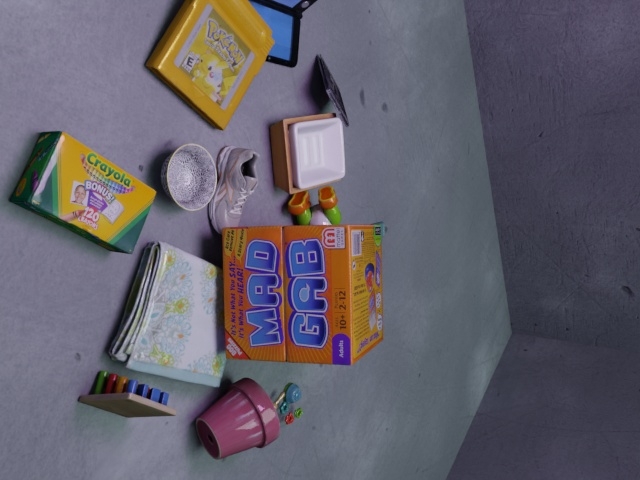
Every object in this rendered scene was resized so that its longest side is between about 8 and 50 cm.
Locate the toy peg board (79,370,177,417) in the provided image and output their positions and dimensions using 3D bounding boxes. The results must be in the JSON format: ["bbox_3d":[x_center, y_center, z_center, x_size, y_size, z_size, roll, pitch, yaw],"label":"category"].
[{"bbox_3d":[-0.446,0.359,1.431,0.161,0.161,0.079,43,44,-49],"label":"toy peg board"}]

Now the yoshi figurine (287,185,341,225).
[{"bbox_3d":[0.007,0.015,2.016,0.203,0.203,0.362,-35,131,-27],"label":"yoshi figurine"}]

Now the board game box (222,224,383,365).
[{"bbox_3d":[-0.035,0.134,1.718,0.356,0.356,0.356,-4,93,-71],"label":"board game box"}]

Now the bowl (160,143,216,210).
[{"bbox_3d":[-0.353,-0.162,1.553,0.170,0.080,0.170,-10,102,-54],"label":"bowl"}]

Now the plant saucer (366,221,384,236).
[{"bbox_3d":[0.208,-0.032,2.441,0.192,0.018,0.067,-14,106,-53],"label":"plant saucer"}]

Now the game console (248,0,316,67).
[{"bbox_3d":[-0.099,-0.668,1.787,0.293,0.250,0.173,-9,75,-55],"label":"game console"}]

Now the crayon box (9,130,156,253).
[{"bbox_3d":[-0.510,-0.098,1.332,0.278,0.081,0.165,38,64,-51],"label":"crayon box"}]

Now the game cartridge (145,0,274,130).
[{"bbox_3d":[-0.273,-0.502,1.598,0.285,0.053,0.323,40,75,-50],"label":"game cartridge"}]

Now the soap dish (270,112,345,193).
[{"bbox_3d":[-0.041,-0.287,1.957,0.291,0.118,0.229,-22,112,-52],"label":"soap dish"}]

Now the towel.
[{"bbox_3d":[-0.354,0.203,1.593,0.374,0.090,0.320,34,67,-52],"label":"towel"}]

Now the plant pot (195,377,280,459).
[{"bbox_3d":[-0.244,0.518,1.720,0.180,0.201,0.201,-22,113,-35],"label":"plant pot"}]

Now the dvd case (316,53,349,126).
[{"bbox_3d":[0.042,-0.505,2.036,0.164,0.018,0.221,53,19,-44],"label":"dvd case"}]

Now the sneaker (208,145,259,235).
[{"bbox_3d":[-0.234,-0.136,1.693,0.099,0.121,0.262,6,89,-55],"label":"sneaker"}]

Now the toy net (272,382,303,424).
[{"bbox_3d":[-0.140,0.553,1.992,0.232,0.045,0.122,-4,100,-54],"label":"toy net"}]
